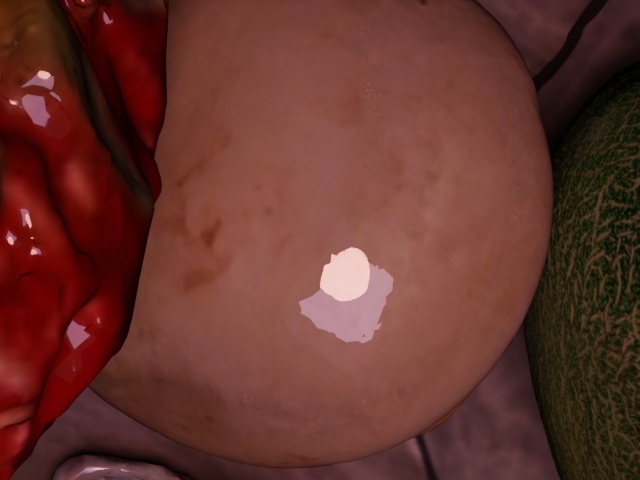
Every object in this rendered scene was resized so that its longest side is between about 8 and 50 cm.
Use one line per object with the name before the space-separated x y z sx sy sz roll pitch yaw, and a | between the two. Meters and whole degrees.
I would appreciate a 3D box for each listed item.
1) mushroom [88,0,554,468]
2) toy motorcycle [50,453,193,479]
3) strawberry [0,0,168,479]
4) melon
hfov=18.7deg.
mushroom | 0.005 -0.010 0.733 0.209 0.206 0.206 16 107 -33
toy motorcycle | -0.070 0.261 0.805 0.241 0.182 0.319 1 106 -7
strawberry | -0.208 -0.034 0.640 0.295 0.345 0.317 -25 83 -34
melon | 0.171 0.041 0.763 0.182 0.182 0.287 -20 112 0
